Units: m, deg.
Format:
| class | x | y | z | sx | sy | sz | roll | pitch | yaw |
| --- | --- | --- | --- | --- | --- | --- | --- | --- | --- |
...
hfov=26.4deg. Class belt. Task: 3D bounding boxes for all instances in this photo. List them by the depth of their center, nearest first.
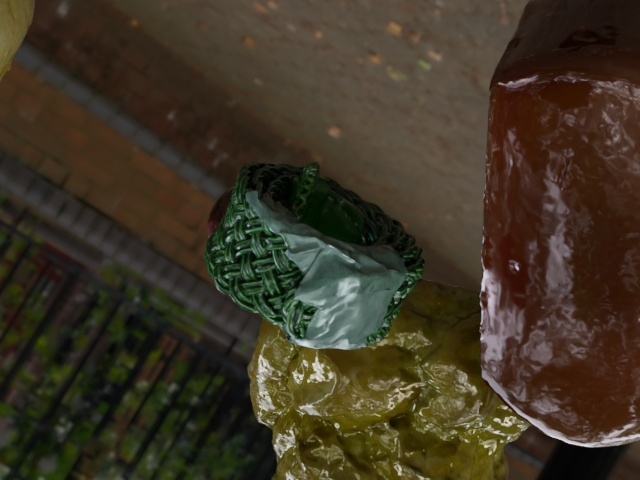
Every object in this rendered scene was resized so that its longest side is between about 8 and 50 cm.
| class | x | y | z | sx | sy | sz | roll | pitch | yaw |
| --- | --- | --- | --- | --- | --- | --- | --- | --- | --- |
| belt | 0.000 | 0.000 | 0.788 | 0.121 | 0.079 | 0.151 | 34 | -162 | 12 |

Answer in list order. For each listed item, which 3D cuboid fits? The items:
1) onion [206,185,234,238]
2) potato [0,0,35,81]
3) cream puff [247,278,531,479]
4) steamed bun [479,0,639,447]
| class | x | y | z | sx | sy | sz | roll | pitch | yaw |
| --- | --- | --- | --- | --- | --- | --- | --- | --- | --- |
| onion | -0.070 | -0.015 | 1.631 | 0.131 | 0.131 | 0.131 | 30 | 173 | 4 |
| potato | -0.381 | -0.204 | 1.227 | 0.242 | 0.285 | 0.242 | 27 | -156 | -13 |
| cream puff | 0.069 | 0.187 | 1.356 | 0.291 | 0.257 | 0.324 | 21 | 158 | -32 |
| steamed bun | 0.271 | -0.019 | 1.117 | 0.248 | 0.235 | 0.379 | 7 | 123 | 16 |
